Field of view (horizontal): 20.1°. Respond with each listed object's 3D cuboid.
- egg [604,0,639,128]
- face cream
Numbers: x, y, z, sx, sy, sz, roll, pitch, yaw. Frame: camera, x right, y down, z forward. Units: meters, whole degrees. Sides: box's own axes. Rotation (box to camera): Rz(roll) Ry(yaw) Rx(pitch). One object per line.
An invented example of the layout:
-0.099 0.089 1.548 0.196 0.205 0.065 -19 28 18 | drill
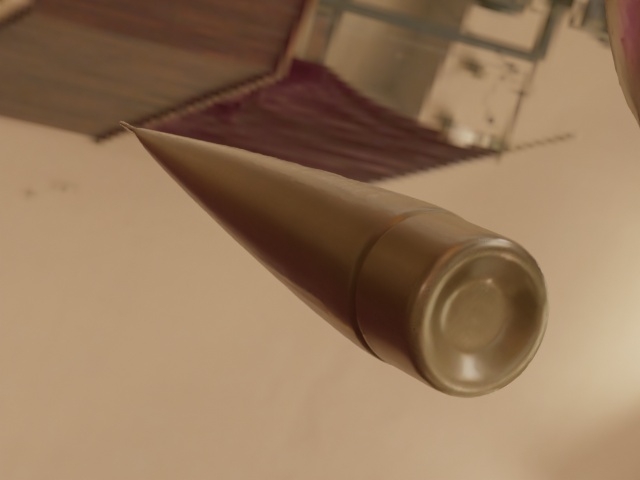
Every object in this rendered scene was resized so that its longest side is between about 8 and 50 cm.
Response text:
0.207 -0.144 0.622 0.206 0.271 0.162 40 -18 23 | egg
0.000 0.000 1.007 0.084 0.137 0.341 -56 -149 -5 | face cream
